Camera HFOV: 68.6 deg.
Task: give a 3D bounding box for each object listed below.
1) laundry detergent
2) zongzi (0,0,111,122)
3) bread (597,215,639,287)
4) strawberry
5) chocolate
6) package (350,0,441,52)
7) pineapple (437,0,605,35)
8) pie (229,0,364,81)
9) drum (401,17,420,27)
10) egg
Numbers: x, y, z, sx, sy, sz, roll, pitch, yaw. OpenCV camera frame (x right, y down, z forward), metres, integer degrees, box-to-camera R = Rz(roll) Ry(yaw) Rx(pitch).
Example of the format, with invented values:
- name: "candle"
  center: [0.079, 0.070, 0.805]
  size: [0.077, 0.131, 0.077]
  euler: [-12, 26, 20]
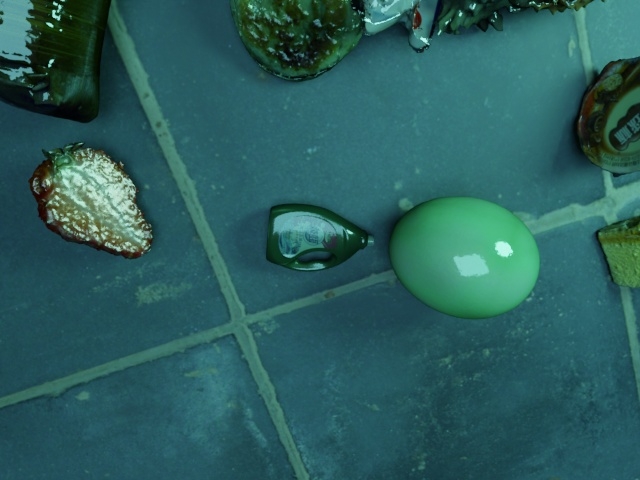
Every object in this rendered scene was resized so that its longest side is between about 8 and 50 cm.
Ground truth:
- name: "laundry detergent"
  center: [0.000, 0.000, 0.932]
  size: [0.210, 0.063, 0.137]
  euler: [7, 107, -5]
- name: "zongzi"
  center: [-0.536, -0.442, 0.746]
  size: [0.431, 0.208, 0.404]
  euler: [19, 99, 6]
- name: "bread"
  center: [0.655, 0.013, 0.947]
  size: [0.152, 0.127, 0.147]
  euler: [-10, 111, 36]
- name: "strawberry"
  center: [-0.439, -0.066, 0.890]
  size: [0.175, 0.106, 0.236]
  euler: [-24, 109, -33]
- name: "chocolate"
  center: [0.585, -0.221, 0.843]
  size: [0.147, 0.221, 0.222]
  euler: [-3, 108, -29]
- name: "package"
  center: [0.131, -0.451, 0.769]
  size: [0.193, 0.071, 0.270]
  euler: [8, 81, -31]
- name: "pineapple"
  center: [0.339, -0.444, 0.752]
  size: [0.357, 0.223, 0.223]
  euler: [-26, 105, 15]
- name: "pie"
  center: [-0.039, -0.388, 0.794]
  size: [0.240, 0.054, 0.241]
  euler: [5, 126, 7]
- name: "drum"
  center: [0.062, -0.429, 0.818]
  size: [0.130, 0.049, 0.253]
  euler: [-41, 102, 9]
- name: "egg"
  center: [0.259, 0.030, 0.860]
  size: [0.269, 0.220, 0.221]
  euler: [11, 105, -3]
